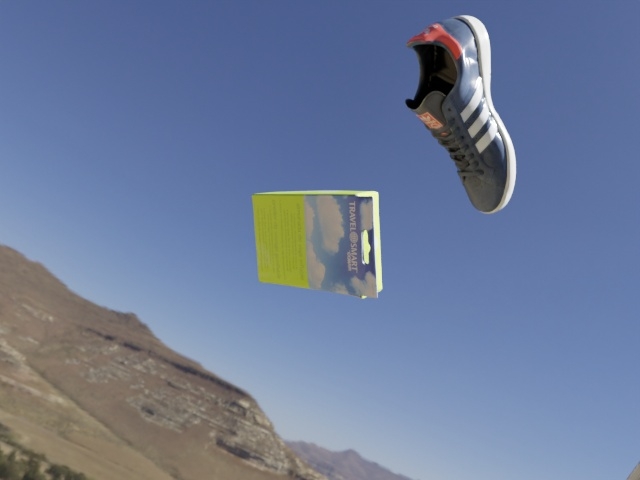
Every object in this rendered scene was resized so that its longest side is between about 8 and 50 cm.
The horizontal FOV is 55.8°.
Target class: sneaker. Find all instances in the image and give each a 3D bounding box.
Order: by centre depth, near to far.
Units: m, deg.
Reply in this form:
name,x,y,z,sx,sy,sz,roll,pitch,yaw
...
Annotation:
name,x,y,z,sx,sy,sz,roll,pitch,yaw
sneaker,0.231,-0.204,1.058,0.131,0.148,0.349,-1,-73,60

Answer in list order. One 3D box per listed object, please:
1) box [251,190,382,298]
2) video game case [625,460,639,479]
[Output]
name,x,y,z,sx,sy,sz,roll,pitch,yaw
box,0.000,0.000,0.664,0.178,0.109,0.042,4,12,42
video game case,0.636,0.510,1.007,0.036,0.329,0.300,6,28,-28
